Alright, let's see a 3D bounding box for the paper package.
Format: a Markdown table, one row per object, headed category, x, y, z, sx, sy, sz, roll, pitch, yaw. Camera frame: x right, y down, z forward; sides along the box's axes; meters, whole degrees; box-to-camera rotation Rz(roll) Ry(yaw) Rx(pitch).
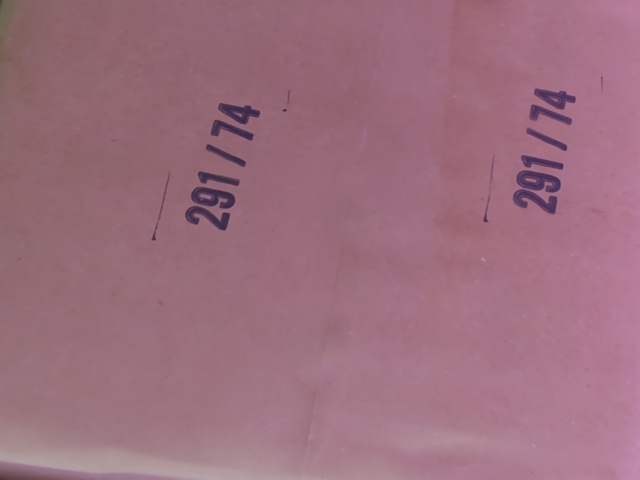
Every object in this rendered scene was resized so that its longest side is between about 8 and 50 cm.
| category | x | y | z | sx | sy | sz | roll | pitch | yaw |
| --- | --- | --- | --- | --- | --- | --- | --- | --- | --- |
| paper package | 0.000 | 0.000 | 0.699 | 0.309 | 0.168 | 0.325 | 7 | 60 | 0 |
